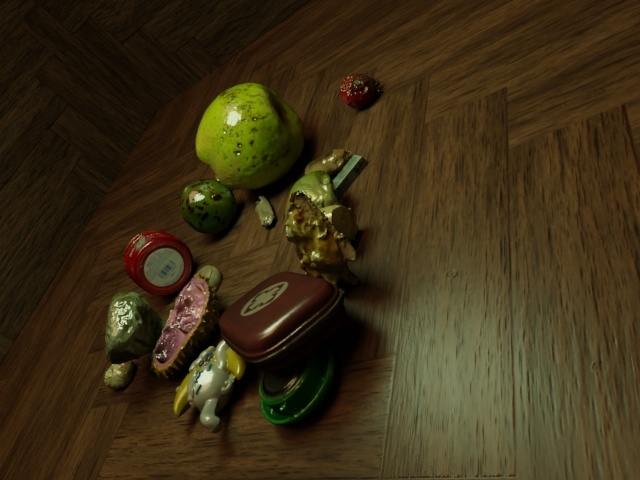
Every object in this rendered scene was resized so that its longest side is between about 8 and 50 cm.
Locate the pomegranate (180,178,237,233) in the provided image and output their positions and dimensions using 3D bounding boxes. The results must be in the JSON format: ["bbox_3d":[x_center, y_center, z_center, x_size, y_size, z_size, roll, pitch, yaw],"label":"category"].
[{"bbox_3d":[-0.426,-0.117,2.010,0.263,0.211,0.211,-44,21,57],"label":"pomegranate"}]

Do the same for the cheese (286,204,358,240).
[{"bbox_3d":[0.003,-0.036,1.437,0.167,0.123,0.093,-11,70,41],"label":"cheese"}]

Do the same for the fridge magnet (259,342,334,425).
[{"bbox_3d":[-0.057,0.309,1.191,0.208,0.088,0.208,-35,28,22],"label":"fridge magnet"}]

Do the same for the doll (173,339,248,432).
[{"bbox_3d":[-0.279,0.365,1.373,0.237,0.111,0.252,-12,37,41],"label":"doll"}]

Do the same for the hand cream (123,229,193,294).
[{"bbox_3d":[-0.584,0.080,1.941,0.230,0.230,0.149,-54,36,-11],"label":"hand cream"}]

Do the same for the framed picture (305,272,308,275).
[{"bbox_3d":[0.000,0.000,1.535,0.150,0.015,0.203,-39,32,12],"label":"framed picture"}]

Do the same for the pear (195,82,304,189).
[{"bbox_3d":[-0.256,-0.353,1.911,0.391,0.391,0.391,-30,35,25],"label":"pear"}]

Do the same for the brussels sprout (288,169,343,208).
[{"bbox_3d":[-0.016,-0.113,1.548,0.145,0.131,0.183,-26,47,1],"label":"brussels sprout"}]

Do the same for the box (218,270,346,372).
[{"bbox_3d":[-0.102,0.178,1.270,0.263,0.108,0.404,-37,14,-18],"label":"box"}]

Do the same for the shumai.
[{"bbox_3d":[-0.552,0.272,1.661,0.261,0.222,0.225,156,118,-72],"label":"shumai"}]

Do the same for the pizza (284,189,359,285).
[{"bbox_3d":[-0.008,0.026,1.298,0.089,0.323,0.223,-40,62,-19],"label":"pizza"}]

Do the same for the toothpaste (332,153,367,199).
[{"bbox_3d":[0.075,-0.192,1.639,0.164,0.034,0.046,-51,32,-7],"label":"toothpaste"}]

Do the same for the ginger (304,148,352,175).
[{"bbox_3d":[0.017,-0.239,1.728,0.190,0.069,0.095,-24,14,33],"label":"ginger"}]

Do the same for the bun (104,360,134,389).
[{"bbox_3d":[-0.678,0.443,1.794,0.115,0.069,0.115,-32,33,24],"label":"bun"}]

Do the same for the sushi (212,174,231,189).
[{"bbox_3d":[-0.377,-0.265,2.200,0.226,0.103,0.097,-47,5,4],"label":"sushi"}]

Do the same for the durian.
[{"bbox_3d":[-0.382,0.269,1.611,0.191,0.112,0.341,11,71,44],"label":"durian"}]

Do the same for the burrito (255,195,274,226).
[{"bbox_3d":[-0.192,-0.098,1.841,0.058,0.045,0.188,-47,33,13],"label":"burrito"}]

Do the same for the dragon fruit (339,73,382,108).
[{"bbox_3d":[0.129,-0.525,1.863,0.142,0.130,0.121,-20,1,-41],"label":"dragon fruit"}]

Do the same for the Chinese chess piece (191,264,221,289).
[{"bbox_3d":[-0.387,0.142,1.803,0.122,0.051,0.122,-33,34,25],"label":"Chinese chess piece"}]
